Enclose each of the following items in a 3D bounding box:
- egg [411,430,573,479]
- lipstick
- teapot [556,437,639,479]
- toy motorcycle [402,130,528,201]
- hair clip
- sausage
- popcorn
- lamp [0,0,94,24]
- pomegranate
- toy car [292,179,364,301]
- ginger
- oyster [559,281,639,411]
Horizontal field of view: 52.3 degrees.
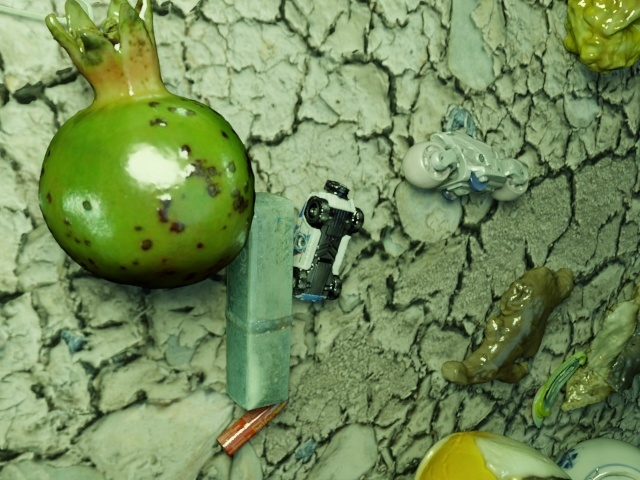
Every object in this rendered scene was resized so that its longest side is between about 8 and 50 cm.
[{"bbox_3d":[0.282,0.462,1.179,0.337,0.201,0.337,-11,131,-13],"label":"egg"},{"bbox_3d":[-0.083,0.079,0.878,0.076,0.077,0.290,-9,108,-33],"label":"lipstick"},{"bbox_3d":[0.645,0.574,1.467,0.424,0.252,0.280,-38,163,3],"label":"teapot"},{"bbox_3d":[0.235,-0.121,1.039,0.254,0.112,0.112,4,102,-35],"label":"toy motorcycle"},{"bbox_3d":[0.503,0.309,1.393,0.188,0.033,0.060,-49,124,-9],"label":"hair clip"},{"bbox_3d":[-0.093,0.260,0.957,0.129,0.034,0.034,-38,123,-20],"label":"sausage"},{"bbox_3d":[0.491,-0.380,1.101,0.197,0.155,0.198,-32,140,-31],"label":"popcorn"},{"bbox_3d":[-0.326,-0.227,0.631,0.198,0.056,0.050,-1,108,-32],"label":"lamp"},{"bbox_3d":[-0.170,-0.081,0.652,0.231,0.231,0.286,-21,138,-29],"label":"pomegranate"},{"bbox_3d":[0.000,0.000,0.916,0.080,0.070,0.171,11,100,-37],"label":"toy car"},{"bbox_3d":[0.376,0.165,1.229,0.166,0.080,0.333,45,74,-24],"label":"ginger"},{"bbox_3d":[0.656,0.248,1.433,0.341,0.110,0.166,-41,123,-17],"label":"oyster"}]
